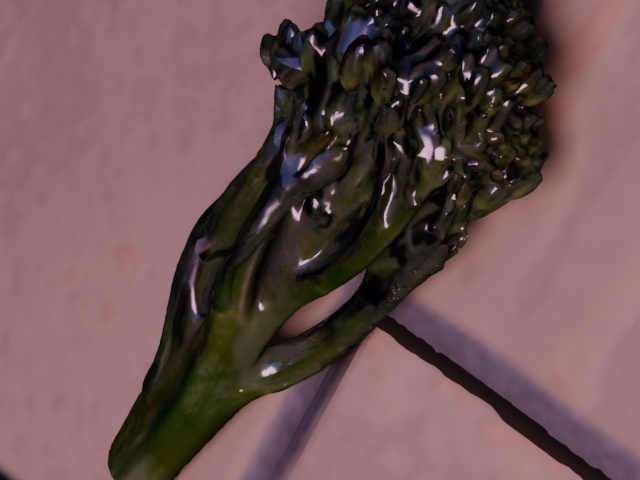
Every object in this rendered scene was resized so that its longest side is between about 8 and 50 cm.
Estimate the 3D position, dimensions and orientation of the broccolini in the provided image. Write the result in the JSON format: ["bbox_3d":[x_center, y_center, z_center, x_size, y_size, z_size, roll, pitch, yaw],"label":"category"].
[{"bbox_3d":[-0.009,0.006,0.454,0.091,0.068,0.202,38,108,11],"label":"broccolini"}]
